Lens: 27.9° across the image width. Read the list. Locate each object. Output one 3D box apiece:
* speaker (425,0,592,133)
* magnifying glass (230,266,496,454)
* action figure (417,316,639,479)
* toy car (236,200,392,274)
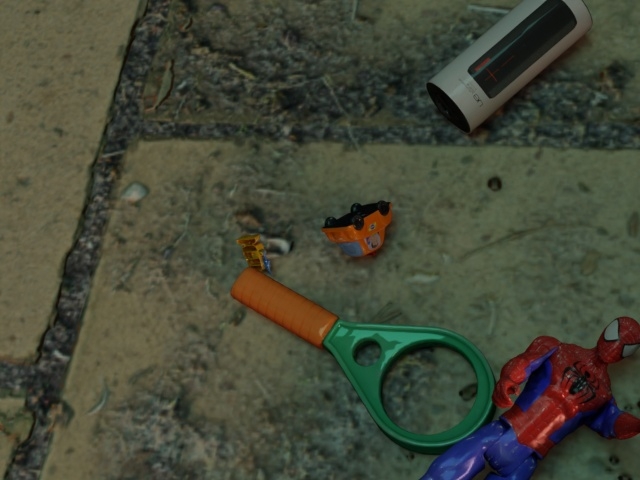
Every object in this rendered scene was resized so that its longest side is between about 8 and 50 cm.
[{"bbox_3d":[0.151,-0.148,1.037,0.136,0.055,0.055,-40,60,-6],"label":"speaker"},{"bbox_3d":[0.028,0.081,0.973,0.231,0.026,0.092,28,74,28],"label":"magnifying glass"},{"bbox_3d":[0.123,0.147,0.846,0.280,0.139,0.091,-44,86,-10],"label":"action figure"},{"bbox_3d":[0.000,0.000,1.028,0.122,0.060,0.041,-11,104,30],"label":"toy car"}]
